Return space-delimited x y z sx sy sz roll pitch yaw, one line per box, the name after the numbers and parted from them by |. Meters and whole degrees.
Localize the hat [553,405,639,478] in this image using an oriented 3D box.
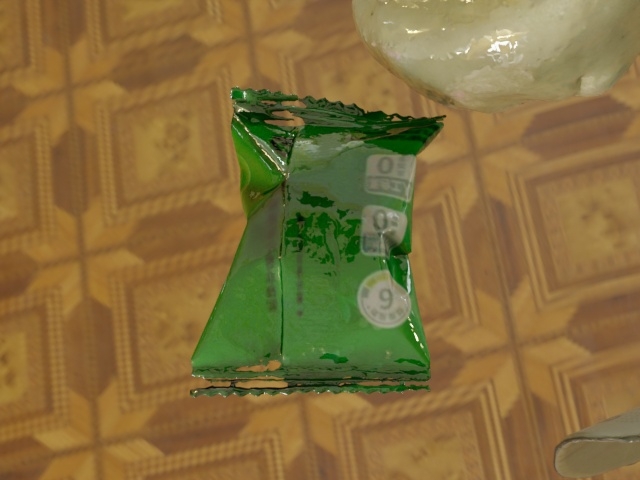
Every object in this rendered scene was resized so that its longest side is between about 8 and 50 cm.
0.272 0.069 1.127 0.244 0.214 0.149 -4 73 -18 | hat

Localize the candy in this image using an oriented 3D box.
-0.003 -0.001 0.987 0.141 0.078 0.203 -4 66 20 | candy

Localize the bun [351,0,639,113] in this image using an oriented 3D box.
0.139 -0.162 1.028 0.231 0.133 0.231 -29 33 20 | bun
